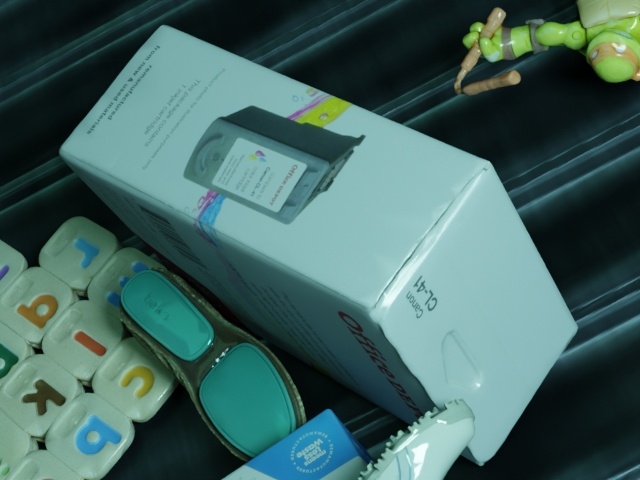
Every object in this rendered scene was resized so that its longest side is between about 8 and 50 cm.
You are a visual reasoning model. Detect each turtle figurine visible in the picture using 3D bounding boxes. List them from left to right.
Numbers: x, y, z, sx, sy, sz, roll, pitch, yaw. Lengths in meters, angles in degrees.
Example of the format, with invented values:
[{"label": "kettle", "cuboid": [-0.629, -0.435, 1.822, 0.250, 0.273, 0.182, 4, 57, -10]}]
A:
[{"label": "turtle figurine", "cuboid": [0.237, -0.192, 1.212, 0.269, 0.087, 0.217, -16, 43, 27]}]

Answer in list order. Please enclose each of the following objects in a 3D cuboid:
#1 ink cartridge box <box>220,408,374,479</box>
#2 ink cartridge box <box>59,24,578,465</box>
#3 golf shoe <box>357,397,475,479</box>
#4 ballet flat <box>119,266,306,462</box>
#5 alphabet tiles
[{"label": "ink cartridge box", "cuboid": [0.013, 0.240, 1.020, 0.134, 0.078, 0.231, -34, 49, 1]}, {"label": "ink cartridge box", "cuboid": [0.000, 0.000, 1.102, 0.306, 0.226, 0.131, 26, 72, 36]}, {"label": "golf shoe", "cuboid": [0.048, 0.179, 0.967, 0.086, 0.069, 0.176, 39, 79, 18]}, {"label": "ballet flat", "cuboid": [-0.070, 0.096, 1.170, 0.073, 0.067, 0.206, -42, 59, -1]}, {"label": "alphabet tiles", "cuboid": [-0.245, 0.112, 1.282, 0.278, 0.021, 0.284, 28, 73, 39]}]
